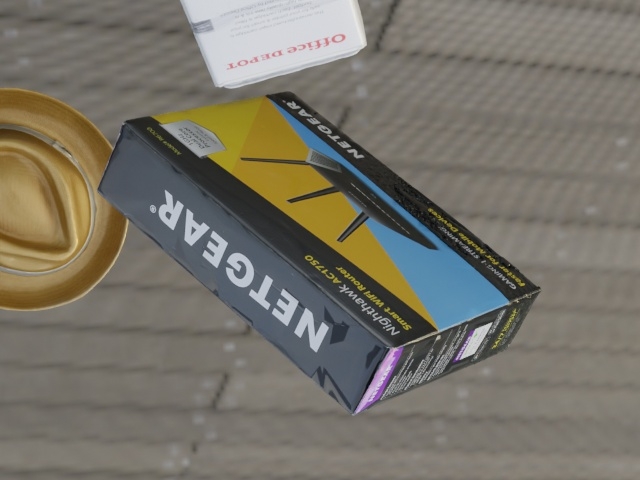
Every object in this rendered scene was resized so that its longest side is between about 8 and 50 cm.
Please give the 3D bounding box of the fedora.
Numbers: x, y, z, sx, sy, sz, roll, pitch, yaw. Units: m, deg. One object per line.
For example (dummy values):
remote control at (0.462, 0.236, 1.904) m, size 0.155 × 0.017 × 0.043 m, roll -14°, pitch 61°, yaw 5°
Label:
fedora at (-0.248, -0.032, 1.521) m, size 0.194 × 0.194 × 0.079 m, roll -2°, pitch -175°, yaw -11°

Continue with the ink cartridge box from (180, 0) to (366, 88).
ink cartridge box at (-0.055, -0.257, 1.758) m, size 0.159 × 0.092 × 0.218 m, roll -15°, pitch 144°, yaw 4°

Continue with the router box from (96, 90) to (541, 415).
router box at (0.000, 0.000, 0.897) m, size 0.133 × 0.179 × 0.046 m, roll -18°, pitch 140°, yaw -52°
